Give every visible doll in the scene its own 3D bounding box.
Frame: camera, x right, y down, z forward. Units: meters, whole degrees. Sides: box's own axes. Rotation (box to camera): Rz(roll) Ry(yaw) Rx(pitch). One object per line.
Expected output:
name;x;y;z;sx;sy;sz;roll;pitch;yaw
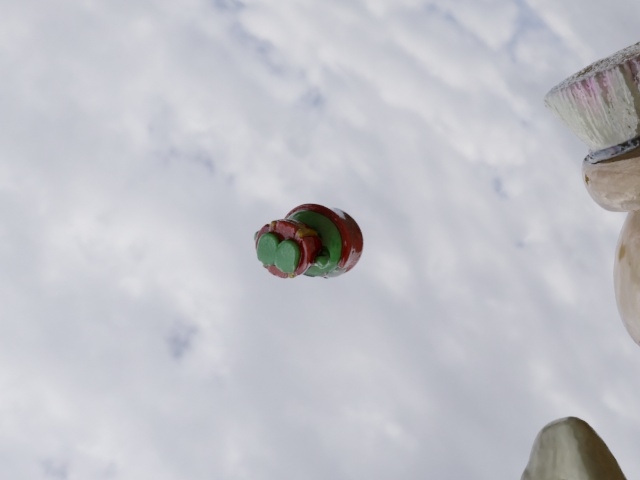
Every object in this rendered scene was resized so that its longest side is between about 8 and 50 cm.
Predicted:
doll;0.000;0.001;2.228;0.182;0.160;0.363;14;-174;28

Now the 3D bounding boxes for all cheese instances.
cheese;0.471;0.468;1.724;0.129;0.351;0.329;16;-104;-36

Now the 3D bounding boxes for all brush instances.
brush;0.384;-0.136;1.174;0.166;0.174;0.267;63;177;-10

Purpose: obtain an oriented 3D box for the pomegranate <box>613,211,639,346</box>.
pomegranate;0.610;0.079;1.469;0.411;0.411;0.412;30;-144;-26
